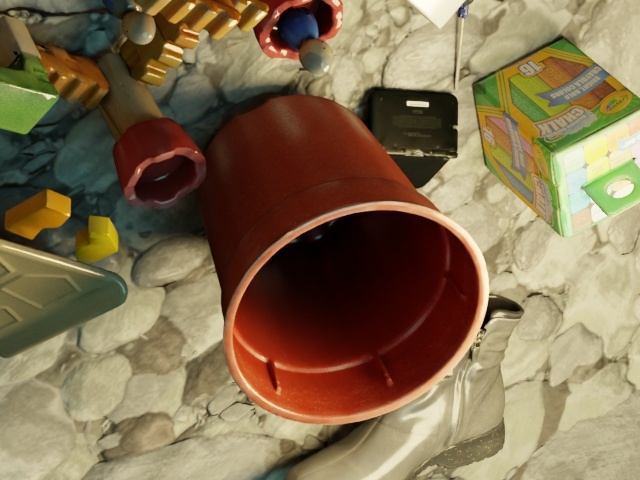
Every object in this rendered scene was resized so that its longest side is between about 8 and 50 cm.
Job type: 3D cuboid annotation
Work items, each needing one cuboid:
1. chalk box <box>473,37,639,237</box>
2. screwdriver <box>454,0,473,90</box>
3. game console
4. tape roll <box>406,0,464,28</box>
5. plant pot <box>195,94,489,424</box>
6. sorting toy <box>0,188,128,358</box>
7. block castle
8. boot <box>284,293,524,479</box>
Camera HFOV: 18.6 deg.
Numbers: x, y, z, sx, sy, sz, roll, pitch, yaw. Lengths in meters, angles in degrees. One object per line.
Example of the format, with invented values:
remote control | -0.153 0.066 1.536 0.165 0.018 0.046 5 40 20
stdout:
chalk box | 0.286 -0.104 2.179 0.132 0.213 0.132 -28 133 -16
screwdriver | 0.153 -0.232 2.132 0.025 0.024 0.170 -42 146 -46
game console | 0.087 -0.112 2.179 0.122 0.071 0.107 0 91 -35
tape roll | 0.034 -0.323 1.800 0.100 0.286 0.286 -50 135 7
plant pot | 0.000 0.000 1.999 0.272 0.265 0.272 -10 128 -13
sorting toy | -0.304 0.026 1.886 0.307 0.041 0.229 -25 145 37
block castle | -0.216 -0.191 1.695 0.453 0.213 0.303 14 128 -48
boot | 0.093 0.189 2.347 0.338 0.118 0.222 -23 130 -34
